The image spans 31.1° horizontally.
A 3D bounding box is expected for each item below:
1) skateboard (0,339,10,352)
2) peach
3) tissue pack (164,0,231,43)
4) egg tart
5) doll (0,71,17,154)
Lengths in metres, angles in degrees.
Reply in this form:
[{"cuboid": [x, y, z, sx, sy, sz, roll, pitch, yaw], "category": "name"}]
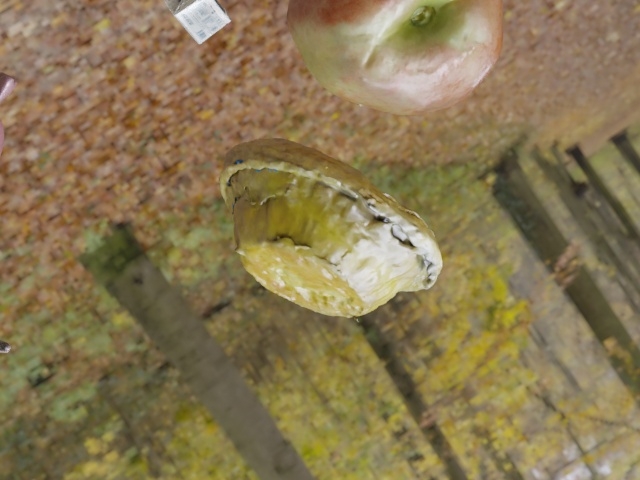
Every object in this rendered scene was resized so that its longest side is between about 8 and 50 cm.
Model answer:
[{"cuboid": [-0.339, 0.094, 1.174, 0.083, 0.064, 0.032, -33, -139, 56], "category": "skateboard"}, {"cuboid": [0.076, -0.251, 1.267, 0.232, 0.232, 0.257, -32, -160, -6], "category": "peach"}, {"cuboid": [-0.171, -0.322, 1.609, 0.062, 0.042, 0.083, -34, 152, 7], "category": "tissue pack"}, {"cuboid": [0.000, 0.000, 1.761, 0.169, 0.388, 0.388, -63, -174, -20], "category": "egg tart"}, {"cuboid": [-0.424, -0.088, 1.312, 0.211, 0.093, 0.262, -10, -132, 60], "category": "doll"}]
